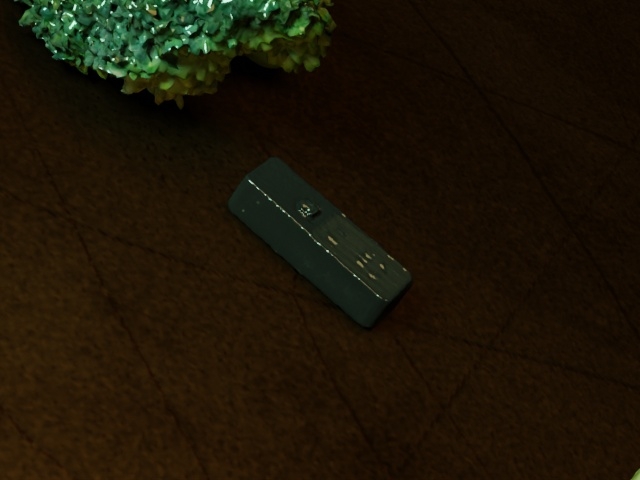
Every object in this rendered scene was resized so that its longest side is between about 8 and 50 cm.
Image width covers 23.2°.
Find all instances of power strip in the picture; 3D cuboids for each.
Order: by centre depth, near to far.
[{"bbox_3d":[0.000,0.000,0.871,0.111,0.029,0.038,41,39,6],"label":"power strip"}]

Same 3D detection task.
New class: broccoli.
[{"bbox_3d":[-0.063,-0.159,0.905,0.194,0.194,0.220,-9,33,-42],"label":"broccoli"}]

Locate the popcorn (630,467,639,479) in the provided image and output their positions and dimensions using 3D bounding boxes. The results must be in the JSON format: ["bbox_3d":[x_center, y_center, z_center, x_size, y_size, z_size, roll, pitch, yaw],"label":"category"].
[{"bbox_3d":[0.205,0.178,0.736,0.185,0.187,0.167,22,4,-3],"label":"popcorn"}]
